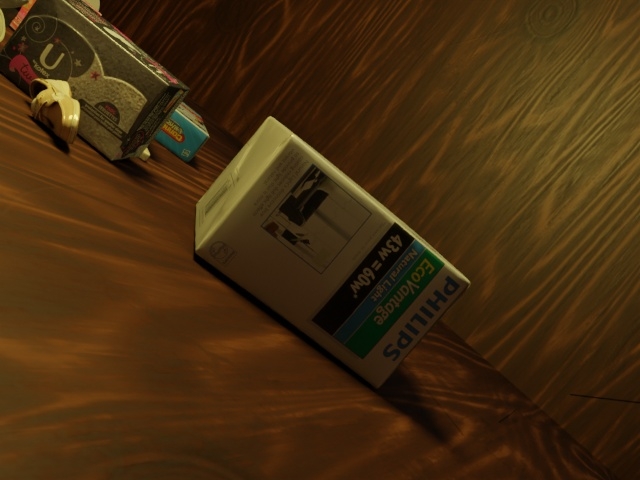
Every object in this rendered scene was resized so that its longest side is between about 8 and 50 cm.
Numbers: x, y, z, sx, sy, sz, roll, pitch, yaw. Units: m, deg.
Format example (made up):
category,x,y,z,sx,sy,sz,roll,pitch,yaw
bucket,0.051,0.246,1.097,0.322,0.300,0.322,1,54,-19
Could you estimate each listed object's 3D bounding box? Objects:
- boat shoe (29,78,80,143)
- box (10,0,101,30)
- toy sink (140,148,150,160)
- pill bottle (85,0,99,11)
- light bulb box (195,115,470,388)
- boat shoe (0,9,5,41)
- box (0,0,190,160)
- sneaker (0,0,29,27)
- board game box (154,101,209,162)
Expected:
category,x,y,z,sx,sy,sz,roll,pitch,yaw
boat shoe,-0.392,-0.191,1.063,0.059,0.063,0.170,8,25,-33
box,-0.667,-0.563,1.652,0.300,0.142,0.154,41,7,18
toy sink,-0.375,-0.278,1.412,0.153,0.131,0.234,36,8,-30
pill bottle,-0.759,-0.717,2.003,0.334,0.188,0.188,42,6,24
light bulb box,0.000,0.000,1.218,0.361,0.225,0.358,39,5,-15
boat shoe,-0.548,-0.318,1.022,0.079,0.084,0.233,6,6,13
box,-0.374,-0.268,1.202,0.247,0.163,0.142,39,10,-2
sneaker,-0.580,-0.380,1.122,0.100,0.108,0.271,49,26,20
board game box,-0.426,-0.341,1.773,0.308,0.086,0.302,38,6,-21
